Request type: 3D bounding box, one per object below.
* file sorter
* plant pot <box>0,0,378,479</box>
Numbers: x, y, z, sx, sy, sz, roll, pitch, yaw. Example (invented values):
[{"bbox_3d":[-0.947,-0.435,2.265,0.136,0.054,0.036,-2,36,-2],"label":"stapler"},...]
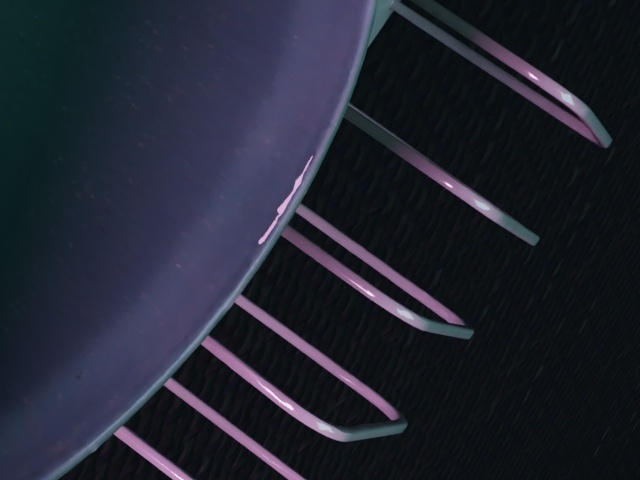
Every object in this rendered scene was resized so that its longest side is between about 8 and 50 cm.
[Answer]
[{"bbox_3d":[0.000,0.000,0.970,0.277,0.173,0.193,-55,166,5],"label":"file sorter"},{"bbox_3d":[-0.146,-0.066,0.596,0.293,0.196,0.293,-42,156,-24],"label":"plant pot"}]
